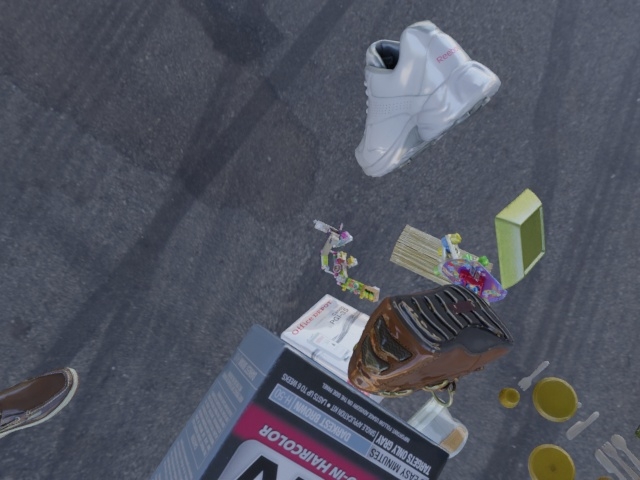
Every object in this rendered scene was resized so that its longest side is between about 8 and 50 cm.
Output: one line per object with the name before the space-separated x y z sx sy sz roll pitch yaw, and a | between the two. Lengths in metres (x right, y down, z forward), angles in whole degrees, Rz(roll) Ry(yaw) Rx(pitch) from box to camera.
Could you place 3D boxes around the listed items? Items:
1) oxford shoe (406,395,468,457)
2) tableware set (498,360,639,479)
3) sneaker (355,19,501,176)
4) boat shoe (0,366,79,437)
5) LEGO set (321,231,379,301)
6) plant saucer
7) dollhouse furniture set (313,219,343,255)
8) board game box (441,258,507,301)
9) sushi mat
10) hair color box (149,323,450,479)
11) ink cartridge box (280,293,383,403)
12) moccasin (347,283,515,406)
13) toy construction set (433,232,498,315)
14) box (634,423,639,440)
oxford shoe | 0.265 0.499 1.282 0.169 0.449 0.130 -41 70 -16
tableware set | 0.263 0.221 0.563 0.104 0.024 0.154 -36 68 -8
sneaker | 0.084 -0.146 0.530 0.090 0.232 0.115 -34 90 -21
boat shoe | -0.625 0.340 1.050 0.257 0.095 0.095 -32 64 0
LEGO set | 0.081 0.102 1.725 0.132 0.107 0.287 -39 51 20
plant saucer | 0.479 -0.003 1.206 0.188 0.045 0.189 -33 119 -39
dollhouse furniture set | 0.000 0.000 1.456 0.081 0.114 0.091 24 37 -5
board game box | 0.377 0.113 1.288 0.168 0.133 0.033 44 60 -17
sushi mat | 0.393 0.071 1.675 0.316 0.019 0.152 26 67 12
hair color box | -0.075 0.281 0.420 0.185 0.113 0.375 37 79 -17
ink cartridge box | 0.063 0.288 1.329 0.282 0.117 0.207 25 42 29
moccasin | 0.173 0.155 0.745 0.139 0.380 0.147 50 116 23
toy construction set | 0.412 0.161 1.485 0.215 0.151 0.328 28 65 -37
box | 0.468 0.200 0.362 0.289 0.279 0.177 37 87 -9
